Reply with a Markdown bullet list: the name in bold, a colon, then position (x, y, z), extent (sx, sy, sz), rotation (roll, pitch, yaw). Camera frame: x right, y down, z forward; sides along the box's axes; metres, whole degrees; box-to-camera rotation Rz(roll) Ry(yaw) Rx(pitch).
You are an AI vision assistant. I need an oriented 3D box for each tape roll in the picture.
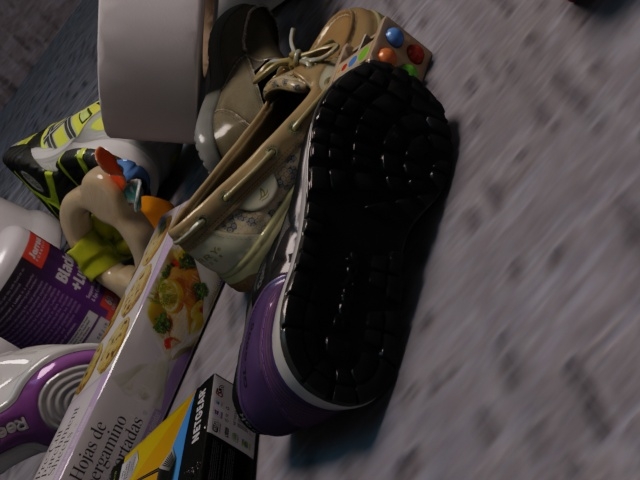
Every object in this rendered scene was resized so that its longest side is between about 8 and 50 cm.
- **tape roll**: position (-0.162, -0.244, 1.337), extent (0.286, 0.100, 0.286), rotation (-175, 90, -89)

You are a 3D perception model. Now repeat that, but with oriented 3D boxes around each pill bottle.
- **pill bottle**: position (-0.299, 0.052, 1.312), extent (0.108, 0.193, 0.108), rotation (-44, 24, 26)

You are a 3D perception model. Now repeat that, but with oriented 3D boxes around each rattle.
- **rattle**: position (-0.169, -0.041, 1.252), extent (0.142, 0.130, 0.200), rotation (-23, -34, -30)

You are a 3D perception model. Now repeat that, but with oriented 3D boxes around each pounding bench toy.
- **pounding bench toy**: position (0.045, -0.127, 1.036), extent (0.065, 0.052, 0.083), rotation (-28, 34, 49)

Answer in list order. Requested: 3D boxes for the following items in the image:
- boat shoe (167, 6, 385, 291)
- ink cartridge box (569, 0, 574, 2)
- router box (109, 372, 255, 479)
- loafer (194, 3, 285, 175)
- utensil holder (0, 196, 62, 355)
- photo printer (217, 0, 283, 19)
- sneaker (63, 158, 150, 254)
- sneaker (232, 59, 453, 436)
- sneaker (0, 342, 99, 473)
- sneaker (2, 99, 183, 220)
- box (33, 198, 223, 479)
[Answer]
- **boat shoe**: position (-0.028, -0.096, 1.095), extent (0.104, 0.089, 0.285), rotation (-19, 41, 58)
- **ink cartridge box**: position (0.201, -0.346, 0.839), extent (0.306, 0.131, 0.226), rotation (-41, 47, 29)
- **router box**: position (-0.103, 0.196, 0.882), extent (0.133, 0.046, 0.179), rotation (-45, 24, 27)
- **loafer**: position (-0.060, -0.151, 1.276), extent (0.087, 0.094, 0.251), rotation (-15, 43, 18)
- **utensil holder**: position (-0.566, 0.039, 1.586), extent (0.327, 0.385, 0.328), rotation (-49, 25, 32)
- **photo printer**: position (-0.044, -0.392, 1.546), extent (0.307, 0.107, 0.256), rotation (-20, 41, 57)
- **sneaker**: position (-0.245, -0.005, 1.406), extent (0.188, 0.067, 0.078), rotation (-59, 2, 34)
- **sneaker**: position (0.000, 0.000, 0.882), extent (0.124, 0.107, 0.283), rotation (-38, 26, 51)
- **sneaker**: position (-0.317, 0.171, 1.165), extent (0.305, 0.114, 0.152), rotation (-15, 5, -16)
- **sneaker**: position (-0.270, -0.102, 1.597), extent (0.147, 0.145, 0.384), rotation (-52, 27, -21)
- **box**: position (-0.158, 0.110, 1.104), extent (0.067, 0.063, 0.324), rotation (-26, 35, 52)
